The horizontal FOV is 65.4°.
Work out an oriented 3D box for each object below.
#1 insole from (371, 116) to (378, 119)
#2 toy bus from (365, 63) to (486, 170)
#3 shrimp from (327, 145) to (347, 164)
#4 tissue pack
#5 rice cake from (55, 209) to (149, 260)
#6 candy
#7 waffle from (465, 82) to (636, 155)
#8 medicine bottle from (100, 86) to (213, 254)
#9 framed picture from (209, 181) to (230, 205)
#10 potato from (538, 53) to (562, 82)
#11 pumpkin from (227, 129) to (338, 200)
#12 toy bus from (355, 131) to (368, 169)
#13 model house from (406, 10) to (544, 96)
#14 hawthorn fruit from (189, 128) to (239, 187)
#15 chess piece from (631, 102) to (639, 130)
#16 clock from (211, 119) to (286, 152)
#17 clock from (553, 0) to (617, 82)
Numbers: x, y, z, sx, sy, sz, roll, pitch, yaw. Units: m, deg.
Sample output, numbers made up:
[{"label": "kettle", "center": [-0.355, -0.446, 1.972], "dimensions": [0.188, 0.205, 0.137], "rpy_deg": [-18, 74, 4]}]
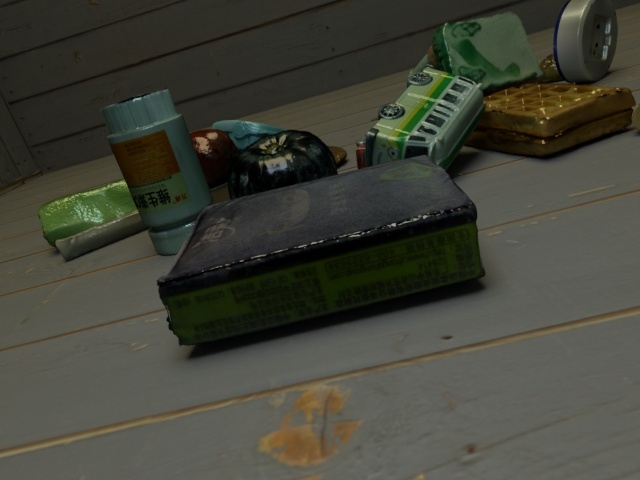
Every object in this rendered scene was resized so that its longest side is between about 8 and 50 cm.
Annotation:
[{"label": "insole", "center": [0.257, -0.462, 1.818], "dimensions": [0.152, 0.002, 0.053], "rpy_deg": [-14, 21, 6]}, {"label": "toy bus", "center": [0.217, -0.229, 1.023], "dimensions": [0.164, 0.134, 0.276], "rpy_deg": [22, 56, 25]}, {"label": "shrimp", "center": [-0.059, -0.214, 1.386], "dimensions": [0.262, 0.051, 0.198], "rpy_deg": [11, 35, 45]}, {"label": "tissue pack", "center": [0.000, 0.000, 0.719], "dimensions": [0.394, 0.124, 0.288], "rpy_deg": [-14, 21, 6]}, {"label": "rice cake", "center": [-0.528, -0.024, 1.260], "dimensions": [0.256, 0.057, 0.052], "rpy_deg": [-26, 6, -21]}, {"label": "candy", "center": [-0.579, -0.082, 1.360], "dimensions": [0.343, 0.132, 0.142], "rpy_deg": [-19, -21, -10]}, {"label": "waffle", "center": [0.459, -0.265, 1.073], "dimensions": [0.224, 0.098, 0.328], "rpy_deg": [-22, 24, -10]}, {"label": "medicine bottle", "center": [-0.329, -0.143, 1.044], "dimensions": [0.158, 0.318, 0.158], "rpy_deg": [-13, 21, 5]}, {"label": "framed picture", "center": [-0.231, -0.118, 1.322], "dimensions": [0.231, 0.018, 0.293], "rpy_deg": [-27, 23, -25]}, {"label": "potato", "center": [0.779, -0.569, 1.598], "dimensions": [0.200, 0.081, 0.164], "rpy_deg": [-27, 23, -31]}, {"label": "pumpkin", "center": [-0.080, -0.129, 1.038], "dimensions": [0.233, 0.163, 0.233], "rpy_deg": [-12, 30, 7]}, {"label": "toy bus", "center": [0.143, -0.238, 1.279], "dimensions": [0.077, 0.065, 0.192], "rpy_deg": [0, 26, 20]}, {"label": "model house", "center": [0.366, -0.427, 1.349], "dimensions": [0.267, 0.194, 0.325], "rpy_deg": [-18, -6, -20]}, {"label": "hawthorn fruit", "center": [-0.357, -0.248, 1.482], "dimensions": [0.235, 0.181, 0.181], "rpy_deg": [16, 35, 25]}, {"label": "chess piece", "center": [0.635, -0.245, 0.942], "dimensions": [0.066, 0.066, 0.122], "rpy_deg": [2, 23, 40]}, {"label": "clock", "center": [-0.205, -0.317, 1.586], "dimensions": [0.223, 0.094, 0.274], "rpy_deg": [5, 7, -38]}, {"label": "clock", "center": [0.748, -0.563, 1.398], "dimensions": [0.230, 0.230, 0.083], "rpy_deg": [-30, 29, -31]}]
